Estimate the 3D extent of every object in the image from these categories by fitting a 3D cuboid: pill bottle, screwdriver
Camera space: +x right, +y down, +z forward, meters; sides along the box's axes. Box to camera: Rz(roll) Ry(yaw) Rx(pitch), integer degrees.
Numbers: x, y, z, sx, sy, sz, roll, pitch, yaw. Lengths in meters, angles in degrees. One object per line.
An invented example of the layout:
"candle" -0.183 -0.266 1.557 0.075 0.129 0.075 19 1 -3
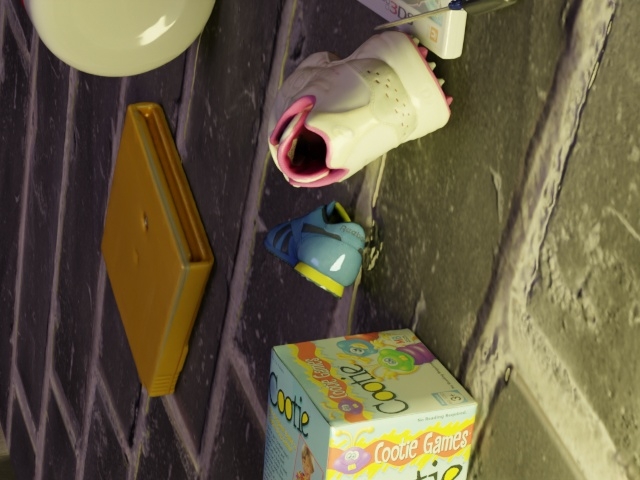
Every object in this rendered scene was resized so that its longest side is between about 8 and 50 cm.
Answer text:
"pill bottle" -0.293 -0.394 1.925 0.407 0.229 0.229 -122 34 -47
"screwdriver" 0.097 -0.190 1.261 0.170 0.024 0.025 1 116 51

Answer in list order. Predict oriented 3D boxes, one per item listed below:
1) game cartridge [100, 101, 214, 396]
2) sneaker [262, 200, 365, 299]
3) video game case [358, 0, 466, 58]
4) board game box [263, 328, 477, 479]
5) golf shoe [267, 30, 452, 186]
"game cartridge" -0.230 0.019 2.128 0.323 0.053 0.285 109 146 -51
"sneaker" 0.000 0.000 1.562 0.082 0.069 0.209 -61 17 0
"video game case" 0.073 -0.280 1.313 0.183 0.023 0.201 43 136 48
"board game box" 0.036 0.240 1.418 0.144 0.142 0.275 -132 41 -55
"golf shoe" -0.004 -0.103 1.404 0.115 0.140 0.306 57 158 -5
